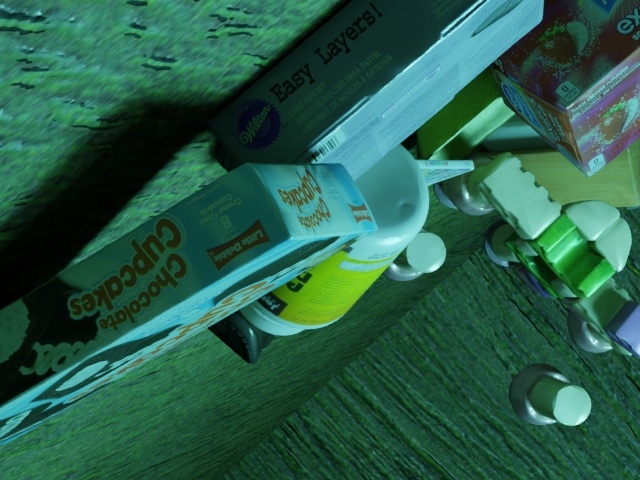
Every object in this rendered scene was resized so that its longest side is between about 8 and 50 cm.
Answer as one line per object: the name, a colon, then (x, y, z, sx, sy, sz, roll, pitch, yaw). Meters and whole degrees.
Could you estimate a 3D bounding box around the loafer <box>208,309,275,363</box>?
loafer: (-0.073, 0.069, 1.951, 0.078, 0.080, 0.220, -50, 179, -5)

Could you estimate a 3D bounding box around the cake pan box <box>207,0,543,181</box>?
cake pan box: (0.046, -0.121, 1.414, 0.267, 0.070, 0.246, -41, 171, 2)

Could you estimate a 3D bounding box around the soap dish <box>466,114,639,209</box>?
soap dish: (0.333, -0.132, 2.259, 0.229, 0.118, 0.291, -2, -156, 41)

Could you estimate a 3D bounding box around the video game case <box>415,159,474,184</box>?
video game case: (0.077, -0.061, 1.876, 0.087, 0.011, 0.122, -19, 169, 40)

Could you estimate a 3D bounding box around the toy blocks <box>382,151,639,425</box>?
toy blocks: (0.246, 0.006, 2.106, 0.309, 0.288, 0.260, -44, -173, -6)

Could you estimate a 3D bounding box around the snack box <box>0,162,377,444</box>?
snack box: (-0.132, 0.049, 1.278, 0.322, 0.060, 0.187, -30, 173, 17)

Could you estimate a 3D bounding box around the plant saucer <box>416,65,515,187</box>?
plant saucer: (0.160, -0.139, 1.965, 0.188, 0.045, 0.188, -40, 172, -2)

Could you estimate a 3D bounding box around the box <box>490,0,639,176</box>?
box: (0.290, -0.200, 1.804, 0.257, 0.128, 0.122, -39, 145, -7)

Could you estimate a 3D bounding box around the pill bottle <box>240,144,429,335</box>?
pill bottle: (0.000, 0.000, 1.695, 0.117, 0.117, 0.215, -35, 171, -36)
